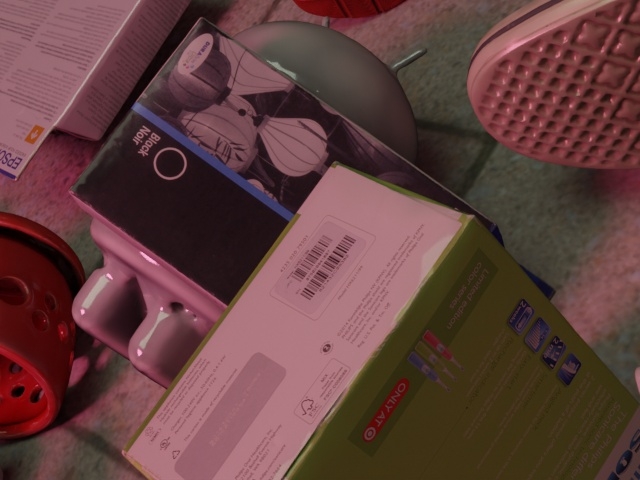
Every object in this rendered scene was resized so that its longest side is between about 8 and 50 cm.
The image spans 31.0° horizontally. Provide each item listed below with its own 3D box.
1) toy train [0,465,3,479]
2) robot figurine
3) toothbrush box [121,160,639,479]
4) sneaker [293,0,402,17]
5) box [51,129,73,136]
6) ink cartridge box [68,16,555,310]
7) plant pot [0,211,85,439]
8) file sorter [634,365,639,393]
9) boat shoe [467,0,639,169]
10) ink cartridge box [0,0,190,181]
[{"bbox_3d":[-0.390,0.233,1.117,0.184,0.105,0.080,-20,55,28],"label":"toy train"},{"bbox_3d":[-0.052,-0.038,0.973,0.300,0.200,0.353,30,79,28],"label":"robot figurine"},{"bbox_3d":[0.060,0.123,0.684,0.122,0.283,0.206,26,77,49],"label":"toothbrush box"},{"bbox_3d":[0.073,-0.311,1.191,0.221,0.087,0.128,-13,41,17],"label":"sneaker"},{"bbox_3d":[-0.285,-0.238,1.450,0.159,0.044,0.233,10,65,44],"label":"box"},{"bbox_3d":[0.000,0.000,0.838,0.165,0.333,0.065,-55,-2,-9],"label":"ink cartridge box"},{"bbox_3d":[-0.330,0.075,1.129,0.191,0.191,0.174,-19,45,29],"label":"plant pot"},{"bbox_3d":[0.320,0.104,0.552,0.278,0.193,0.173,-29,41,19],"label":"file sorter"},{"bbox_3d":[0.337,-0.195,0.790,0.500,0.187,0.156,-24,40,18],"label":"boat shoe"},{"bbox_3d":[-0.325,-0.226,1.389,0.324,0.071,0.330,23,78,46],"label":"ink cartridge box"}]
